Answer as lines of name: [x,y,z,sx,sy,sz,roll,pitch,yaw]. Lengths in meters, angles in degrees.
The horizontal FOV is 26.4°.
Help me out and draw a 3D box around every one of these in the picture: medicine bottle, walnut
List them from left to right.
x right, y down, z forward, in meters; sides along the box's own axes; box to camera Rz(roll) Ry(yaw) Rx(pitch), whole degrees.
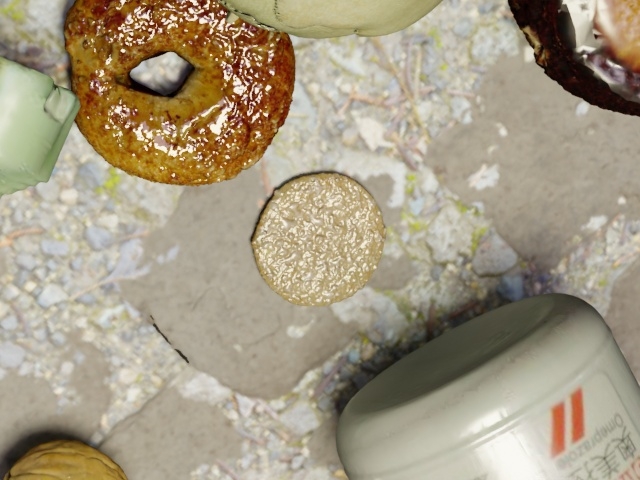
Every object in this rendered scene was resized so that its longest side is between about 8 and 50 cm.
walnut: [-0.200,0.215,1.102,0.105,0.105,0.124,-47,114,0]
medicine bottle: [0.179,0.224,1.112,0.245,0.245,0.306,-30,95,-7]

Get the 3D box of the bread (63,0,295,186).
bread: [-0.106,-0.131,1.050,0.193,0.064,0.193,-4,108,-13]

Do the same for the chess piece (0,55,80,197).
chess piece: [-0.287,0.007,0.979,0.194,0.194,0.299,25,88,-22]

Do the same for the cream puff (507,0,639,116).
cream puff: [0.259,-0.217,1.083,0.239,0.165,0.239,-5,107,-16]

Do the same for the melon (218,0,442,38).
melon: [0.014,-0.292,0.933,0.268,0.268,0.330,17,111,-21]

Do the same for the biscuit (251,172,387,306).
biscuit: [0.000,0.000,1.147,0.120,0.015,0.120,-5,108,-17]
